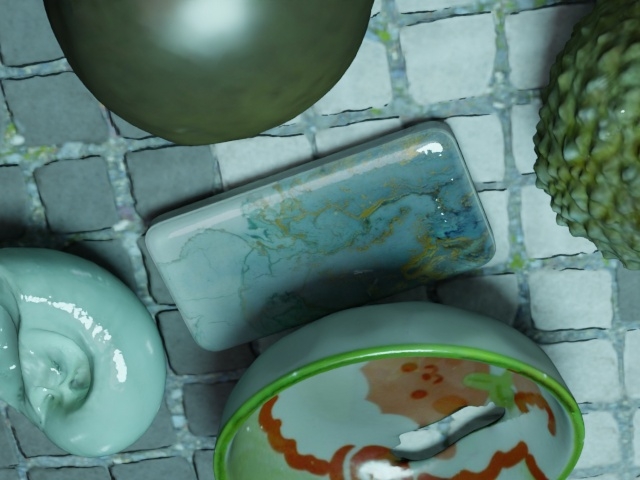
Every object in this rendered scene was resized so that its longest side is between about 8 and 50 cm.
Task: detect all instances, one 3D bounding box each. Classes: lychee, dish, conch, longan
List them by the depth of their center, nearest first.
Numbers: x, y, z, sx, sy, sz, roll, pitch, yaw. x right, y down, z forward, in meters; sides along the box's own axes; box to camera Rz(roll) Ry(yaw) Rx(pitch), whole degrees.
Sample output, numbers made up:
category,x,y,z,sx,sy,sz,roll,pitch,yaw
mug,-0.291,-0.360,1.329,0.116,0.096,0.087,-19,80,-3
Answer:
category,x,y,z,sx,sy,sz,roll,pitch,yaw
longan,-0.066,-0.215,1.093,0.243,0.300,0.300,40,124,25
lychee,0.285,-0.082,1.155,0.274,0.255,0.255,-24,119,33
conch,-0.232,0.090,1.348,0.184,0.121,0.221,-21,112,18
dish,0.064,0.143,1.361,0.324,0.124,0.324,-3,141,-3

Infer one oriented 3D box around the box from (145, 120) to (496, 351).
category,x,y,z,sx,sy,sz,roll,pitch,yaw
box,0.000,0.000,1.334,0.285,0.044,0.142,-19,116,12
